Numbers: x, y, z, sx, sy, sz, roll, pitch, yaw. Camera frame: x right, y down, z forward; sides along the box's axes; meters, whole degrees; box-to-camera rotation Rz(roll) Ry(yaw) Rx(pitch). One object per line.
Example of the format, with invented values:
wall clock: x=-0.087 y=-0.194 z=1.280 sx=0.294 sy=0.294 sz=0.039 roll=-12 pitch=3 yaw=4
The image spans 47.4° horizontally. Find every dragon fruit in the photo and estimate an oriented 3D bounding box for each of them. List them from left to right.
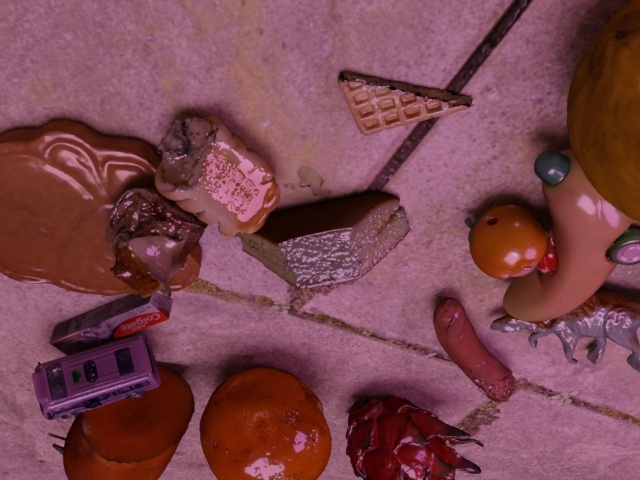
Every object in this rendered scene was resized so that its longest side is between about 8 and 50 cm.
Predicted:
dragon fruit: x=0.163 y=0.395 z=1.369 sx=0.274 sy=0.193 sz=0.192 roll=26 pitch=142 yaw=11

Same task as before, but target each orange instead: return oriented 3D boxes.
orange: x=-0.096 y=0.341 z=1.292 sx=0.239 sy=0.240 sz=0.240 roll=0 pitch=136 yaw=0

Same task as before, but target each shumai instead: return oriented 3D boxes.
shumai: x=-0.216 y=0.015 z=0.954 sx=0.145 sy=0.116 sz=0.146 roll=-7 pitch=137 yaw=-7

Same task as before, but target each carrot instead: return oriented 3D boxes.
carrot: x=-0.378 y=0.382 z=1.351 sx=0.214 sy=0.193 sz=0.331 roll=-12 pitch=149 yaw=-36

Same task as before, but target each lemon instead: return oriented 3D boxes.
lemon: x=0.419 y=-0.130 z=0.788 sx=0.285 sy=0.286 sz=0.316 roll=-17 pitch=139 yaw=16

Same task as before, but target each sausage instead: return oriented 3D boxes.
sausage: x=0.264 y=0.196 z=1.259 sx=0.078 sy=0.078 sz=0.304 roll=-24 pitch=131 yaw=22

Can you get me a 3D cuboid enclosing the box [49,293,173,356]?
box: x=-0.349 y=0.136 z=1.211 sx=0.218 sy=0.040 sz=0.055 roll=-21 pitch=132 yaw=20

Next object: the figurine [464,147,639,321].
figurine: x=0.319 y=0.004 z=1.027 sx=0.222 sy=0.124 sz=0.325 roll=6 pitch=140 yaw=-7

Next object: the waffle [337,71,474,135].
waffle: x=0.106 y=-0.183 z=0.897 sx=0.152 sy=0.023 sz=0.098 roll=-12 pitch=136 yaw=13

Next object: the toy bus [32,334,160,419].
toy bus: x=-0.376 y=0.229 z=1.219 sx=0.198 sy=0.096 sz=0.108 roll=-16 pitch=163 yaw=-10

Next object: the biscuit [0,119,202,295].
biscuit: x=-0.329 y=-0.029 z=1.029 sx=0.351 sy=0.057 sz=0.312 roll=15 pitch=135 yaw=-16

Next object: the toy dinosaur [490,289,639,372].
toy dinosaur: x=0.493 y=0.140 z=1.202 sx=0.392 sy=0.092 sz=0.206 roll=-18 pitch=129 yaw=20

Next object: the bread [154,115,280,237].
bread: x=-0.133 y=-0.079 z=0.943 sx=0.177 sy=0.084 sz=0.119 roll=41 pitch=82 yaw=-36

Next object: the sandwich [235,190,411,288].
sandwich: x=0.000 y=0.000 z=1.041 sx=0.257 sy=0.096 sz=0.094 roll=-12 pitch=130 yaw=7
